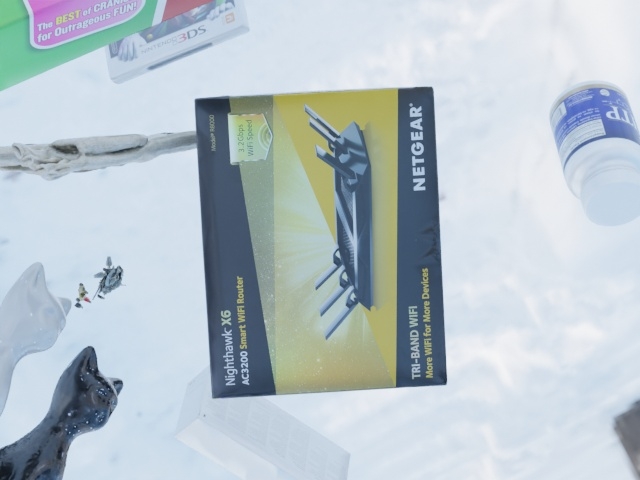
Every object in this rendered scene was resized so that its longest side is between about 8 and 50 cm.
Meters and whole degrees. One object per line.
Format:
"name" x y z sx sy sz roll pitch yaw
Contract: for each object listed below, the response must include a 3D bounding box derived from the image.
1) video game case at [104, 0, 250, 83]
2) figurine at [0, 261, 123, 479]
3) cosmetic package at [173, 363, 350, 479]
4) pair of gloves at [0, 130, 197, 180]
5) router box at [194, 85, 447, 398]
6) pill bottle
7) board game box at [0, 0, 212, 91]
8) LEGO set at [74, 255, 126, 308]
"video game case" -0.175 -0.291 1.621 0.173 0.190 0.022 -19 159 18
"figurine" -0.276 0.148 1.286 0.209 0.092 0.215 -51 144 -26
"cosmetic package" -0.073 0.267 1.861 0.239 0.099 0.060 36 124 -20
"pair of gloves" -0.271 -0.085 1.509 0.240 0.042 0.204 -1 -175 38
"router box" 0.000 0.000 1.474 0.243 0.308 0.081 -4 -176 -2
"pill bottle" 0.372 -0.113 1.899 0.112 0.186 0.112 -3 137 -3
"board game box" -0.133 -0.259 0.954 0.317 0.242 0.064 -26 157 -17
"LEGO set" -0.232 0.049 1.550 0.083 0.023 0.054 -52 159 -39
